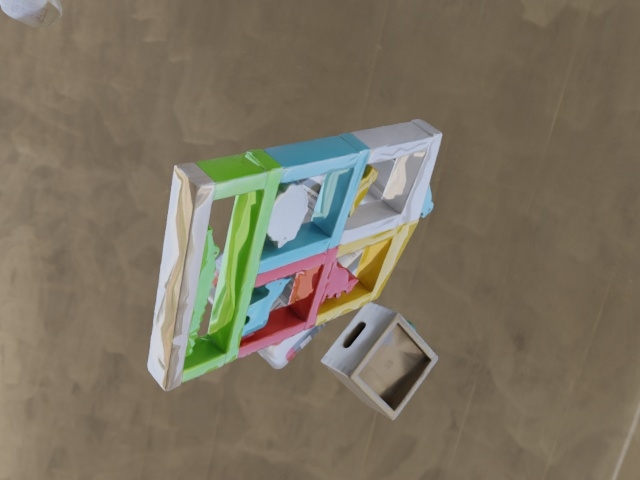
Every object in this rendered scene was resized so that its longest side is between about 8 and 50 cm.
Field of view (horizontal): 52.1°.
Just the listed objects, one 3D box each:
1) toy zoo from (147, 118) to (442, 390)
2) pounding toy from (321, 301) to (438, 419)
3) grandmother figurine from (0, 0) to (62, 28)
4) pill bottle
[{"bbox_3d":[0.000,0.000,0.551,0.030,0.293,0.192,41,-49,31],"label":"toy zoo"},{"bbox_3d":[0.090,0.158,0.928,0.141,0.100,0.130,-50,-60,-15],"label":"pounding toy"},{"bbox_3d":[-0.241,-0.375,0.605,0.104,0.207,0.343,-3,-108,55],"label":"grandmother figurine"},{"bbox_3d":[-0.010,0.013,0.852,0.161,0.161,0.283,44,-102,8],"label":"pill bottle"}]
